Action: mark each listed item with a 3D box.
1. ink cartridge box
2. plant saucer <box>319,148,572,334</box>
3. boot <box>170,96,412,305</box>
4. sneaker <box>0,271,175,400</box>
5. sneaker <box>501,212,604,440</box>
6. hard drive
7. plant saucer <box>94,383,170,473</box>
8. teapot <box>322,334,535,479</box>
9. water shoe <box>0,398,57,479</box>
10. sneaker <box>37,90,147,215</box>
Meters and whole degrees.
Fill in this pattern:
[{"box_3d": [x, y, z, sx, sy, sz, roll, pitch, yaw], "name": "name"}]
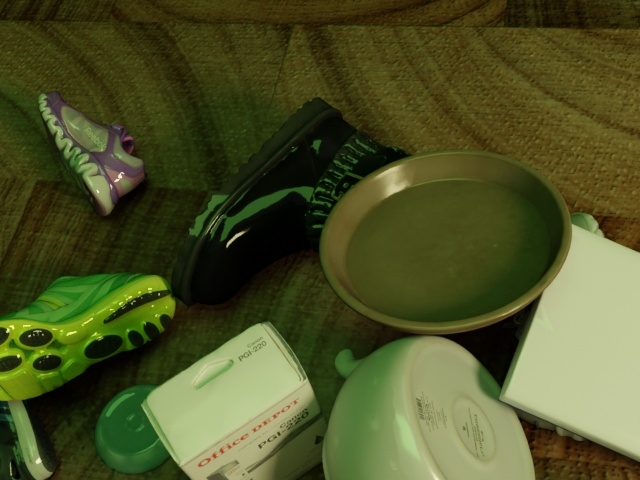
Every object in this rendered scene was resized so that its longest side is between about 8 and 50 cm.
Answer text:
[{"box_3d": [-0.080, 0.204, 1.040, 0.158, 0.218, 0.092, -33, 57, -10], "name": "ink cartridge box"}, {"box_3d": [0.137, 0.002, 1.055, 0.277, 0.041, 0.278, -9, 43, 8], "name": "plant saucer"}, {"box_3d": [0.000, -0.002, 1.213, 0.260, 0.131, 0.348, 37, 81, 20], "name": "boot"}, {"box_3d": [-0.331, 0.115, 1.202, 0.295, 0.110, 0.123, -17, 20, -29], "name": "sneaker"}, {"box_3d": [0.271, 0.086, 1.108, 0.115, 0.105, 0.281, 6, 59, 16], "name": "sneaker"}, {"box_3d": [0.375, 0.138, 1.015, 0.318, 0.040, 0.210, 23, 72, 4], "name": "hard drive"}, {"box_3d": [-0.227, 0.228, 1.176, 0.119, 0.021, 0.119, -6, 56, 9], "name": "plant saucer"}, {"box_3d": [0.091, 0.239, 1.000, 0.187, 0.256, 0.253, -35, 90, 30], "name": "teapot"}, {"box_3d": [-0.400, 0.220, 1.189, 0.080, 0.073, 0.203, -30, 56, -5], "name": "water shoe"}, {"box_3d": [-0.335, -0.142, 1.408, 0.104, 0.095, 0.236, -31, 61, -17], "name": "sneaker"}]
